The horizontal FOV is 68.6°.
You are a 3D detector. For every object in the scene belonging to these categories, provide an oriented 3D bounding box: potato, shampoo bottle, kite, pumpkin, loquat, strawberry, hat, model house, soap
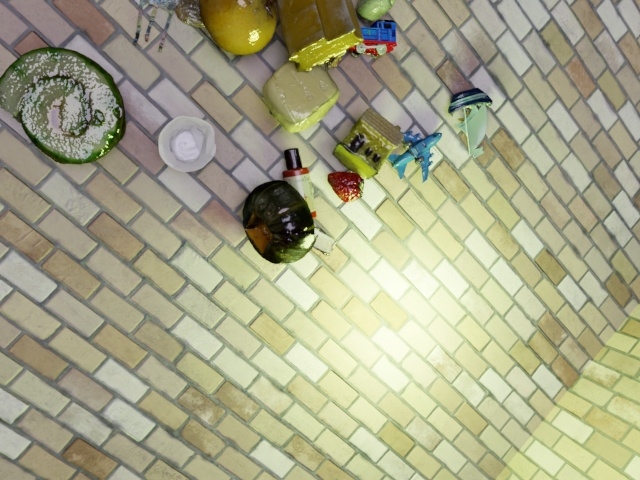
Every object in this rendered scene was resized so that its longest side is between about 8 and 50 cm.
[{"bbox_3d":[-0.002,-0.001,1.890,0.122,0.061,0.086,29,89,-16],"label":"potato"},{"bbox_3d":[-0.088,-0.217,1.811,0.104,0.104,0.278,-13,101,-14],"label":"shampoo bottle"},{"bbox_3d":[-0.556,-0.816,1.626,0.169,0.015,0.309,9,95,-9],"label":"kite"},{"bbox_3d":[-0.156,-0.059,1.716,0.192,0.320,0.320,-26,105,-33],"label":"pumpkin"},{"bbox_3d":[-0.267,-0.784,1.592,0.275,0.275,0.274,-2,98,-16],"label":"loquat"},{"bbox_3d":[0.100,-0.212,1.863,0.148,0.131,0.131,4,97,5],"label":"strawberry"},{"bbox_3d":[-0.473,-0.340,1.668,0.203,0.126,0.203,-2,99,-16],"label":"hat"},{"bbox_3d":[0.194,-0.386,1.838,0.193,0.175,0.234,37,77,-4],"label":"model house"},{"bbox_3d":[-0.010,-0.762,1.612,0.259,0.143,0.281,-19,74,16],"label":"soap"}]

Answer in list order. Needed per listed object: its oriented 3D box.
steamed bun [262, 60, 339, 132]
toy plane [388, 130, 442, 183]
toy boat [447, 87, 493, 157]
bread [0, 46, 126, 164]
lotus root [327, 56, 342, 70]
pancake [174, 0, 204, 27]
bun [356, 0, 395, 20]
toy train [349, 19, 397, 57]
[{"bbox_3d":[-0.075,-0.541,1.742,0.273,0.166,0.232,-43,90,-13],"label":"steamed bun"},{"bbox_3d":[0.400,-0.374,1.939,0.271,0.105,0.254,-35,91,-5],"label":"toy plane"},{"bbox_3d":[0.659,-0.499,2.017,0.221,0.067,0.291,-19,105,-14],"label":"toy boat"},{"bbox_3d":[-0.848,-0.436,1.543,0.382,0.129,0.366,2,97,-16],"label":"bread"},{"bbox_3d":[0.028,-0.774,1.742,0.140,0.154,0.256,-24,95,-4],"label":"lotus root"},{"bbox_3d":[-0.446,-0.834,1.662,0.152,0.025,0.151,-3,99,-17],"label":"pancake"},{"bbox_3d":[0.224,-0.920,1.764,0.118,0.195,0.195,30,89,-19],"label":"bun"},{"bbox_3d":[0.192,-0.786,1.827,0.204,0.083,0.131,-5,99,-18],"label":"toy train"}]
